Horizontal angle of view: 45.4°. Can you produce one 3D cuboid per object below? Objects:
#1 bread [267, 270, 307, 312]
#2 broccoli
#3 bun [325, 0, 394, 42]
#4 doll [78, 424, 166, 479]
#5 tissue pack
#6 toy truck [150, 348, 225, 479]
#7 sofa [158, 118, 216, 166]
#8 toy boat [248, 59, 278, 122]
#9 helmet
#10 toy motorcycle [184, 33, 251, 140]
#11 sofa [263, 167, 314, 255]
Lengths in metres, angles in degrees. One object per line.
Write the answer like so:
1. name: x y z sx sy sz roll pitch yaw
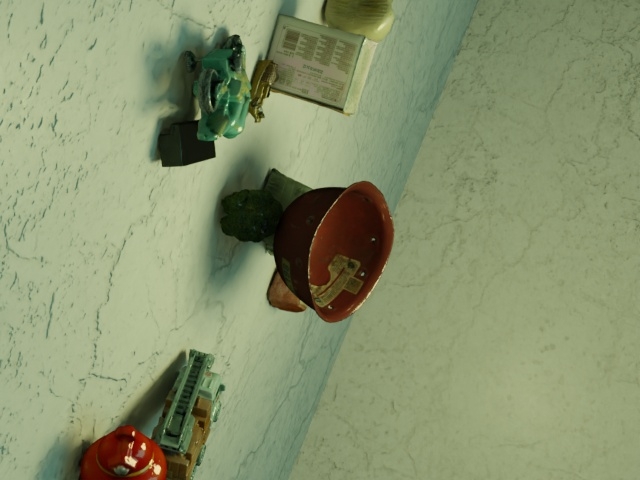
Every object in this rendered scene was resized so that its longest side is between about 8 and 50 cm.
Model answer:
1. bread: -0.070 0.112 2.456 0.190 0.122 0.244 48 62 -71
2. broccoli: -0.172 -0.065 1.858 0.162 0.138 0.146 15 114 -43
3. bun: 0.114 -0.606 2.043 0.128 0.193 0.179 30 73 -70
4. doll: -0.414 0.492 1.610 0.363 0.182 0.160 108 -10 -45
5. tissue pack: -0.006 -0.414 1.813 0.124 0.225 0.185 -17 125 -70
6. toy truck: -0.321 0.414 1.845 0.338 0.132 0.185 -72 176 -56
7. sofa: -0.268 -0.196 1.522 0.147 0.060 0.085 -34 125 -66
8. toy boat: -0.136 -0.347 1.778 0.047 0.048 0.149 -29 137 -69
9. helmet: 0.000 0.000 1.948 0.337 0.230 0.385 -46 139 -28
10. toy motorcycle: -0.196 -0.285 1.501 0.296 0.109 0.198 -73 165 -64
11. sofa: -0.114 -0.067 2.160 0.210 0.176 0.225 -68 -167 -6
